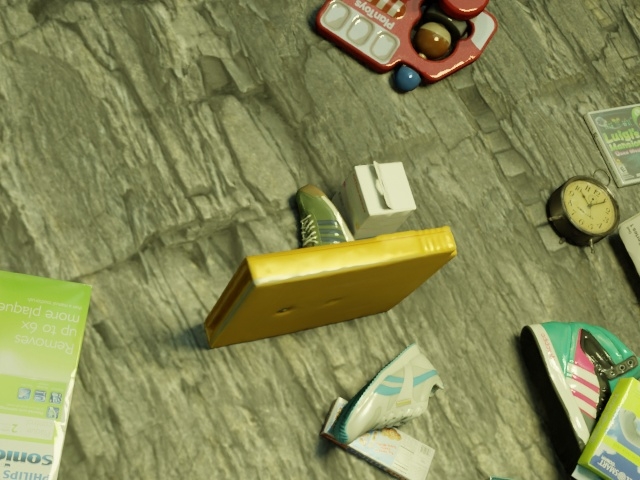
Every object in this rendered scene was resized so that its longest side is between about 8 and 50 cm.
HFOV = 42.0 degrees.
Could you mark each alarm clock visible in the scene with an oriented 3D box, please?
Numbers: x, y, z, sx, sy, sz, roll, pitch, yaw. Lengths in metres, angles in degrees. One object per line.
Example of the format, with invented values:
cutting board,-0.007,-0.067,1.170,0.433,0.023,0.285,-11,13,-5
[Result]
alarm clock,0.514,-0.070,1.607,0.129,0.064,0.192,38,63,0

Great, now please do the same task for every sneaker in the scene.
sneaker,0.468,0.265,1.400,0.178,0.124,0.296,-12,69,-9
sneaker,0.000,0.000,1.384,0.086,0.064,0.192,-29,82,-34
sneaker,0.109,0.247,1.280,0.092,0.087,0.228,49,47,8

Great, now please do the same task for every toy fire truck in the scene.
toy fire truck,0.172,-0.427,1.611,0.302,0.169,0.254,34,83,-2

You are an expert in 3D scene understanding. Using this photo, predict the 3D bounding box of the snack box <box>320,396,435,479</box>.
snack box,0.090,0.314,1.297,0.178,0.022,0.064,30,59,-5

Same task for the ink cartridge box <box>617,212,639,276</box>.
ink cartridge box,0.732,0.019,1.591,0.278,0.117,0.201,-10,70,-35

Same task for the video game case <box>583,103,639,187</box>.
video game case,0.663,-0.204,1.749,0.190,0.022,0.173,-12,71,-24

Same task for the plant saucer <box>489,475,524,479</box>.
plant saucer,0.357,0.427,1.347,0.192,0.018,0.067,12,63,-14

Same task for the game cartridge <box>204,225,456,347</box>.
game cartridge,0.011,0.069,1.231,0.323,0.285,0.053,-10,71,-25

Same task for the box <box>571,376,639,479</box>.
box,0.481,0.317,1.299,0.109,0.042,0.178,33,75,0

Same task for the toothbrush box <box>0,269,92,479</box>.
toothbrush box,-0.433,0.190,1.107,0.206,0.122,0.283,11,64,-15

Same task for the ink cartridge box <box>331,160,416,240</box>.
ink cartridge box,0.091,-0.065,1.403,0.089,0.143,0.092,-8,70,-23
